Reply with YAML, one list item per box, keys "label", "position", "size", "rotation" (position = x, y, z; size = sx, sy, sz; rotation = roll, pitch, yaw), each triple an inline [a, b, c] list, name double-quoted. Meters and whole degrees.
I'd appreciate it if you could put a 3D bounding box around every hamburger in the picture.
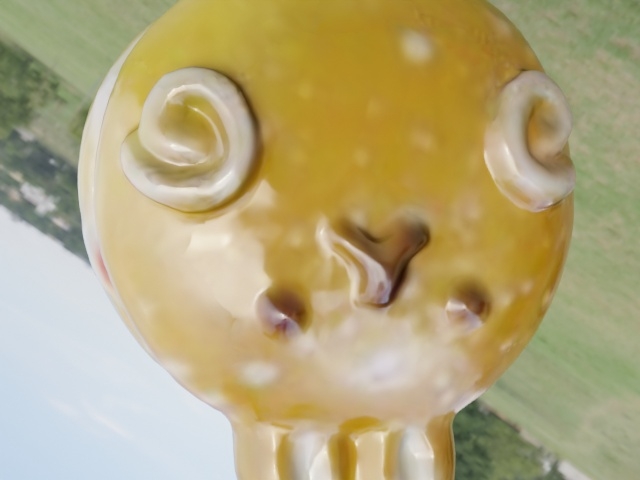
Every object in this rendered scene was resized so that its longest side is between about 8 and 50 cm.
- label: "hamburger"
  position: [0.000, 0.000, 0.560]
  size: [0.261, 0.302, 0.186]
  rotation: [11, -174, -16]
